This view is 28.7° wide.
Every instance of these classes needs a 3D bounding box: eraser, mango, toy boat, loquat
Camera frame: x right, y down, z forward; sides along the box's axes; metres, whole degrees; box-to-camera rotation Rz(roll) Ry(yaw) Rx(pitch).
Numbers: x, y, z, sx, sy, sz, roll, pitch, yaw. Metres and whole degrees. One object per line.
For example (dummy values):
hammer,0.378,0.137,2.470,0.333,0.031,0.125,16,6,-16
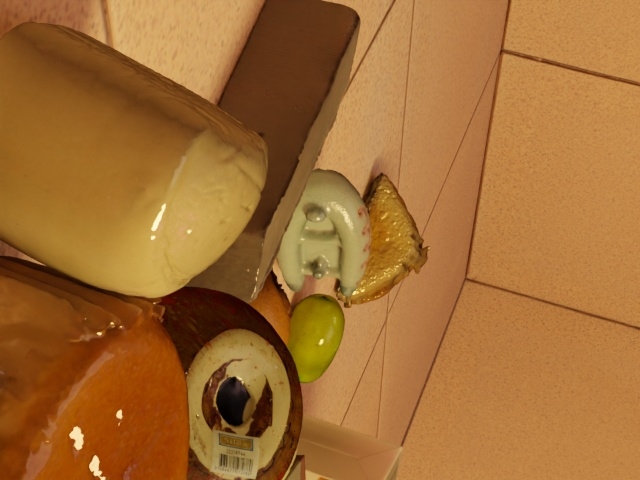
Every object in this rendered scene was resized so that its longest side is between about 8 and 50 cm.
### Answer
eraser,-0.060,-0.107,1.361,0.077,0.111,0.352,79,29,-62
mango,-0.012,0.150,1.961,0.163,0.089,0.117,108,-3,-58
toy boat,0.000,0.000,1.688,0.079,0.134,0.207,-74,170,-49
loquat,-0.100,0.084,1.383,0.141,0.141,0.141,16,90,-77

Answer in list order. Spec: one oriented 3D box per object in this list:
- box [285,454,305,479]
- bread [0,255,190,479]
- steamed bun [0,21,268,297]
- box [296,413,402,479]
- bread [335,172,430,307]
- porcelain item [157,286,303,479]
box,-0.139,0.292,1.306,0.215,0.215,0.086,-39,130,-67
bread,-0.211,0.201,0.941,0.236,0.183,0.388,-45,149,-60
steamed bun,-0.145,-0.047,0.881,0.155,0.200,0.250,-62,174,7
box,-0.012,0.469,2.021,0.143,0.225,0.341,-49,152,-57
bread,0.128,0.012,2.260,0.174,0.133,0.251,49,59,-73
porcelain item,-0.150,0.169,1.202,0.253,0.253,0.253,16,90,-77
